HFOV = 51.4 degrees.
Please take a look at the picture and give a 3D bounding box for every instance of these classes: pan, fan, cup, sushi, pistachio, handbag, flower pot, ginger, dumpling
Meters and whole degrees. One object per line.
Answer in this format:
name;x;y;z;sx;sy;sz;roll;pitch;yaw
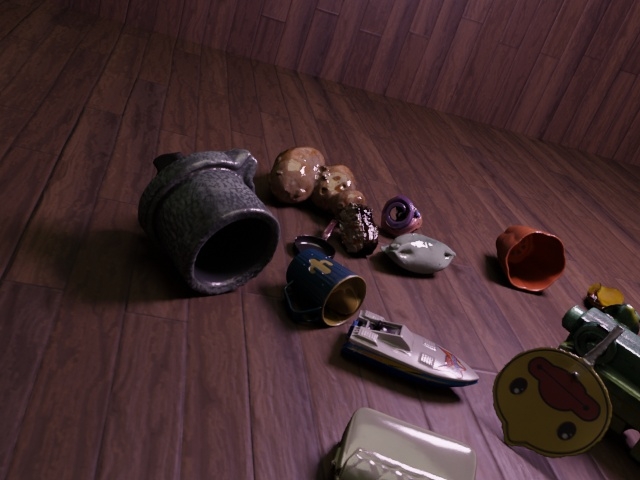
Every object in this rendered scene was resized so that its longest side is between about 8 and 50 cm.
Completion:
pan;-0.001;0.002;1.792;0.115;0.040;0.212;24;34;9
fan;0.494;0.295;1.342;0.229;0.335;0.011;45;-3;32
cup;-0.009;0.110;1.519;0.176;0.131;0.155;-29;45;-25
sushi;0.105;-0.030;1.846;0.078;0.090;0.150;13;58;-41
pistachio;0.867;0.175;2.049;0.173;0.049;0.089;-3;57;-41
handbag;0.138;0.408;1.104;0.256;0.079;0.219;21;38;2
flower pot;-0.241;-0.067;1.488;0.299;0.299;0.283;-6;41;-41
ginger;0.003;-0.169;1.988;0.304;0.155;0.244;22;31;4
flower pot;0.619;0.041;2.015;0.191;0.190;0.173;15;13;-10
dumpling;0.268;0.024;1.860;0.217;0.105;0.149;5;37;-20

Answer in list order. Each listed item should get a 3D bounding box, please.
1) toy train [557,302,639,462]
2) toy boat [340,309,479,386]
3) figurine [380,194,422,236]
toy train;0.673;0.315;1.428;0.160;0.253;0.397;-20;47;-41
toy boat;0.200;0.242;1.427;0.295;0.088;0.129;22;27;5
figurine;0.254;-0.058;2.027;0.157;0.126;0.114;43;40;-51
